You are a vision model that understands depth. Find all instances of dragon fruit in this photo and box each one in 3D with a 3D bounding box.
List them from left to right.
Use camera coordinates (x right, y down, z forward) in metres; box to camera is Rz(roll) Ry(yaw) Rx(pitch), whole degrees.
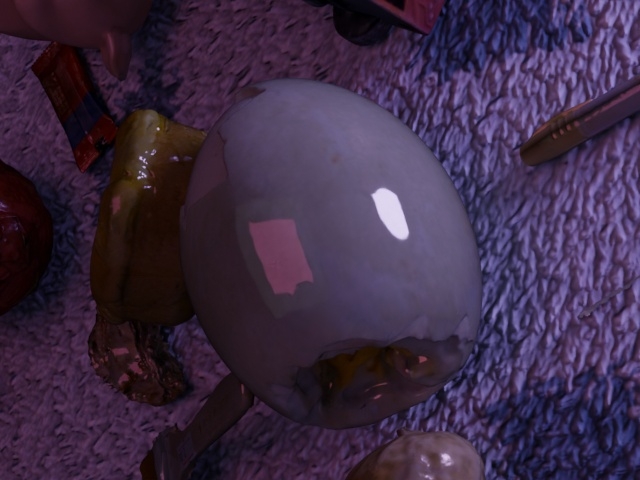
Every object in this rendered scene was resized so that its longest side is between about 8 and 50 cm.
[{"bbox_3d":[-0.459,-0.002,1.777,0.252,0.241,0.240,-17,70,47],"label":"dragon fruit"}]

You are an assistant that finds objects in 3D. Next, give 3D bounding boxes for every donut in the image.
[{"bbox_3d":[-0.175,-0.012,1.519,0.261,0.128,0.208,110,171,-70],"label":"donut"}]

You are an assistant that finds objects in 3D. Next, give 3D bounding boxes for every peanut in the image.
[{"bbox_3d":[0.069,0.274,1.321,0.129,0.129,0.224,36,104,40],"label":"peanut"}]

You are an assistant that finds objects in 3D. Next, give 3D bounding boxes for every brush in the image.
[{"bbox_3d":[-0.136,0.213,1.490,0.336,0.020,0.085,-51,48,53],"label":"brush"}]

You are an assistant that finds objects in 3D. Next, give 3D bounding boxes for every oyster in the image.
[{"bbox_3d":[-0.217,0.133,1.647,0.177,0.056,0.105,25,109,42],"label":"oyster"}]

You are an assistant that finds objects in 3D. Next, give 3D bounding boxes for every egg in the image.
[{"bbox_3d":[0.000,0.000,1.337,0.278,0.278,0.336,-39,58,28],"label":"egg"}]

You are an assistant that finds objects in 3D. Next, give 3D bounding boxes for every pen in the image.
[{"bbox_3d":[0.281,-0.132,1.290,0.233,0.032,0.040,-31,38,31],"label":"pen"}]

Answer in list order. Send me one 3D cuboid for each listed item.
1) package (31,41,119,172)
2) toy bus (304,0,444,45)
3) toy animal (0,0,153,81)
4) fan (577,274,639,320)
[{"bbox_3d":[-0.322,-0.185,1.829,0.083,0.022,0.200,-46,55,25],"label":"package"},{"bbox_3d":[-0.044,-0.380,1.515,0.427,0.203,0.233,30,96,40],"label":"toy bus"},{"bbox_3d":[-0.327,-0.338,1.741,0.256,0.213,0.195,18,78,49],"label":"toy animal"},{"bbox_3d":[0.343,-0.012,1.221,0.310,0.010,0.182,-40,58,27],"label":"fan"}]
